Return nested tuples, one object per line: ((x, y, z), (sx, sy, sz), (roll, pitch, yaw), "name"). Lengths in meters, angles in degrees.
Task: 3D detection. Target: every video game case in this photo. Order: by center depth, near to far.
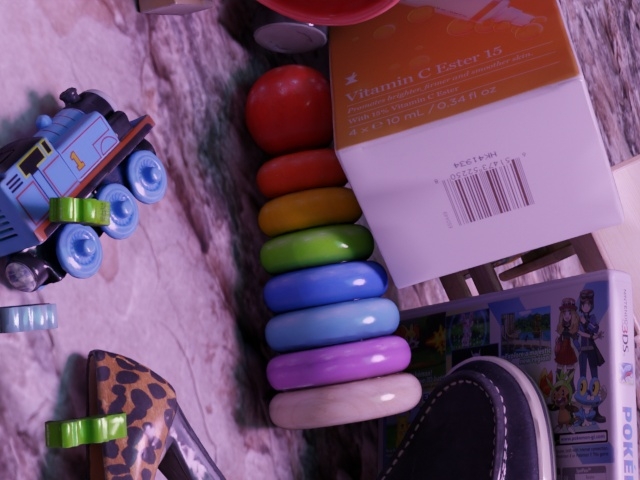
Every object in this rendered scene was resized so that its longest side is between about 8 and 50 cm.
((0.165, 0.198, 1.270), (0.036, 0.329, 0.299), (10, 75, -34), "video game case")

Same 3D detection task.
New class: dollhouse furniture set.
((0.268, 0.026, 1.358), (0.212, 0.242, 0.161), (-23, 87, -19), "dollhouse furniture set")

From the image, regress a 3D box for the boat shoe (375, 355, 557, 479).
((0.054, 0.316, 1.143), (0.156, 0.187, 0.500), (37, 72, -35), "boat shoe")

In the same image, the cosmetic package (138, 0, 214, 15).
((-0.129, -0.253, 1.153), (0.060, 0.041, 0.115), (-13, 95, -58), "cosmetic package")

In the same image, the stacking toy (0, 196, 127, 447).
((-0.230, 0.055, 0.868), (0.221, 0.052, 0.167), (-1, 88, -37), "stacking toy")

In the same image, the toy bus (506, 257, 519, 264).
((0.198, -0.109, 1.558), (0.211, 0.149, 0.220), (48, 47, -23), "toy bus")

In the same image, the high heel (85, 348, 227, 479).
((-0.184, 0.206, 0.976), (0.261, 0.093, 0.186), (-37, 93, -40), "high heel")

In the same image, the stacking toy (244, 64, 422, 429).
((0.000, 0.000, 1.231), (0.141, 0.141, 0.330), (-2, 82, -57), "stacking toy")

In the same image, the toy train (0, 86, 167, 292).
((-0.186, -0.041, 0.994), (0.105, 0.080, 0.184), (60, 39, -22), "toy train")

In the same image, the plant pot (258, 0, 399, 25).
((0.037, -0.352, 1.116), (0.243, 0.275, 0.275), (-45, 121, -40), "plant pot")

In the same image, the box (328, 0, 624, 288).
((0.133, -0.151, 1.268), (0.345, 0.215, 0.168), (-93, 162, -51), "box")

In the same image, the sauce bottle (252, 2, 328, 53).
((-0.017, -0.348, 1.282), (0.111, 0.111, 0.344), (23, 63, -53), "sauce bottle")
